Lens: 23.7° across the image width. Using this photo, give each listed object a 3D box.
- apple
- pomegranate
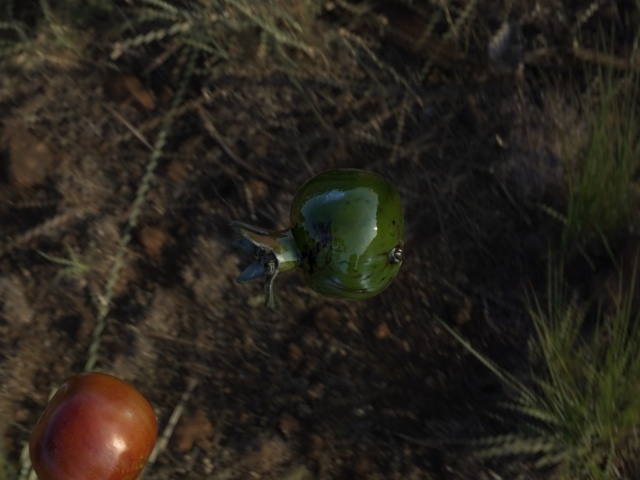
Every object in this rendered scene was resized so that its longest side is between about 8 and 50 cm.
[{"bbox_3d":[-0.281,0.240,1.855,0.163,0.163,0.139,-47,109,-2],"label":"apple"},{"bbox_3d":[0.000,0.000,1.663,0.191,0.152,0.131,-8,32,-13],"label":"pomegranate"}]
